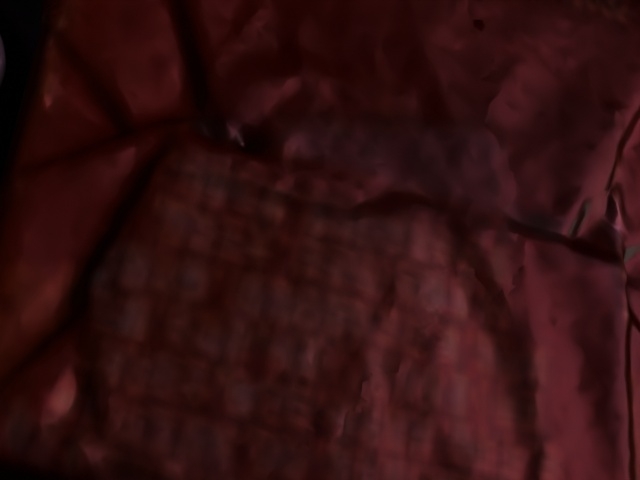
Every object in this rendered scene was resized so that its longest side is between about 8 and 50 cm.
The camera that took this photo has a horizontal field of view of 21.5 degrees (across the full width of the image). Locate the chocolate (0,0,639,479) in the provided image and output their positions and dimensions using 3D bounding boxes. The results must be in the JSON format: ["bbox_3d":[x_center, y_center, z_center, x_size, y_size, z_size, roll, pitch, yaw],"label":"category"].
[{"bbox_3d":[0.000,0.000,0.588,0.237,0.108,0.235,16,68,-17],"label":"chocolate"}]

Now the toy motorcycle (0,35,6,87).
[{"bbox_3d":[-0.138,-0.111,0.498,0.260,0.110,0.171,-64,144,-57],"label":"toy motorcycle"}]
